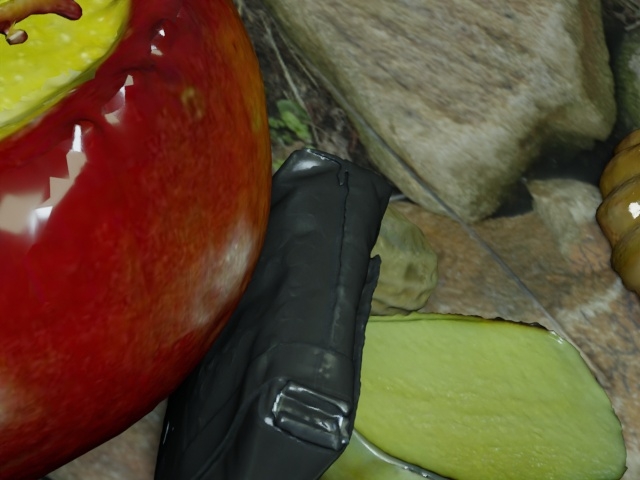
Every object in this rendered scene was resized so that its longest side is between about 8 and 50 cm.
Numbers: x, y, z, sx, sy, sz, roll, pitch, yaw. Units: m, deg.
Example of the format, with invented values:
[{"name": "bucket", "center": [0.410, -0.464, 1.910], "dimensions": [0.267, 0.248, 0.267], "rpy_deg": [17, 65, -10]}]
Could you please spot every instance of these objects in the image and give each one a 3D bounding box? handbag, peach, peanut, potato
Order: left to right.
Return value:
[{"name": "peach", "center": [-0.207, -0.015, 0.911], "dimensions": [0.335, 0.310, 0.406], "rpy_deg": [15, 38, 30]}, {"name": "handbag", "center": [-0.045, 0.093, 1.000], "dimensions": [0.080, 0.247, 0.223], "rpy_deg": [23, 42, -10]}, {"name": "peanut", "center": [0.000, 0.000, 1.241], "dimensions": [0.194, 0.083, 0.093], "rpy_deg": [21, 57, -23]}, {"name": "potato", "center": [0.082, 0.139, 1.155], "dimensions": [0.272, 0.111, 0.160], "rpy_deg": [2, 46, -44]}]

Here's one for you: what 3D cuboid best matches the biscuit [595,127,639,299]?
[{"name": "biscuit", "center": [0.395, 0.015, 1.521], "dimensions": [0.326, 0.107, 0.325], "rpy_deg": [20, 47, -24]}]
